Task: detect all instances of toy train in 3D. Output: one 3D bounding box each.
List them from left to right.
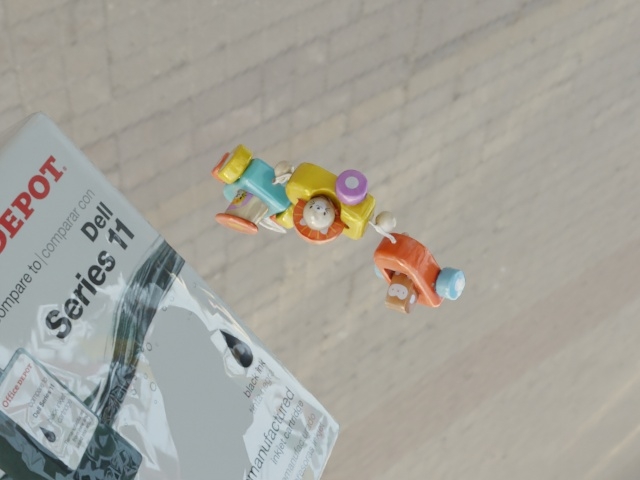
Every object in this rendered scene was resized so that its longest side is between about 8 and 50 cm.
[{"bbox_3d":[0.000,0.000,0.722,0.046,0.166,0.125,-58,144,-20],"label":"toy train"}]

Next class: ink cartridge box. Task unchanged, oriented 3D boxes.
[{"bbox_3d":[-0.105,0.074,0.491,0.087,0.208,0.153,-24,-152,39],"label":"ink cartridge box"}]
